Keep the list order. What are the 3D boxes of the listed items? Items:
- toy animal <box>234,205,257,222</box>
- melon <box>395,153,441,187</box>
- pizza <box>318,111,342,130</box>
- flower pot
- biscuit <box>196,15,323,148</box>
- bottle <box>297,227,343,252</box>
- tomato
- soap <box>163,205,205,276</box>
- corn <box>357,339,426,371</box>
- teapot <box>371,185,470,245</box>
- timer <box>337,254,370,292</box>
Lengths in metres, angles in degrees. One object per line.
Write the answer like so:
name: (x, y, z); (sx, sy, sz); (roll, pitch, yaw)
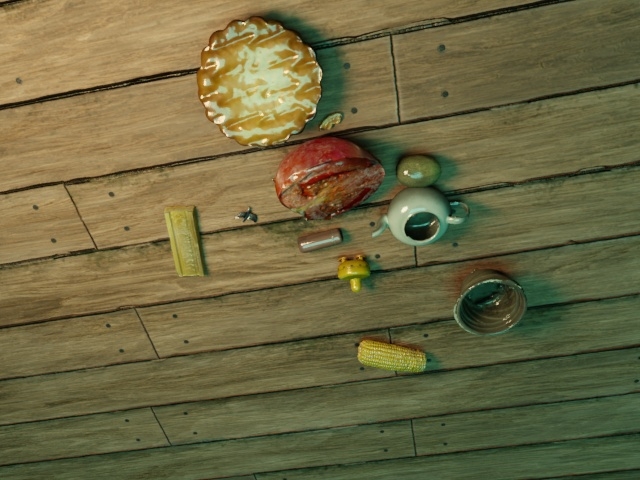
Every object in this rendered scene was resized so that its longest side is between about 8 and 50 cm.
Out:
toy animal: (-0.227, -0.081, 1.701); (0.028, 0.050, 0.084); (-8, 169, 41)
melon: (0.279, -0.198, 1.578); (0.131, 0.098, 0.098); (-2, 123, -7)
pizza: (0.027, -0.332, 1.543); (0.083, 0.016, 0.037); (-33, 116, 16)
flower pot: (0.540, 0.184, 1.797); (0.236, 0.140, 0.235); (-1, 122, -1)
biscuit: (-0.154, -0.404, 1.421); (0.326, 0.107, 0.325); (-1, 110, -3)
bottle: (0.000, 0.000, 1.736); (0.140, 0.053, 0.053); (-14, 122, 10)
tomato: (0.012, -0.199, 1.543); (0.309, 0.170, 0.309); (-19, 154, -9)
soap: (-0.429, 0.007, 1.756); (0.092, 0.037, 0.251); (0, 124, 2)
corn: (0.253, 0.419, 1.981); (0.244, 0.093, 0.093); (13, 122, -7)
teapot: (0.295, -0.068, 1.643); (0.295, 0.129, 0.193); (-8, 123, 6)
timer: (0.108, 0.108, 1.772); (0.107, 0.109, 0.107); (-6, 165, -2)
